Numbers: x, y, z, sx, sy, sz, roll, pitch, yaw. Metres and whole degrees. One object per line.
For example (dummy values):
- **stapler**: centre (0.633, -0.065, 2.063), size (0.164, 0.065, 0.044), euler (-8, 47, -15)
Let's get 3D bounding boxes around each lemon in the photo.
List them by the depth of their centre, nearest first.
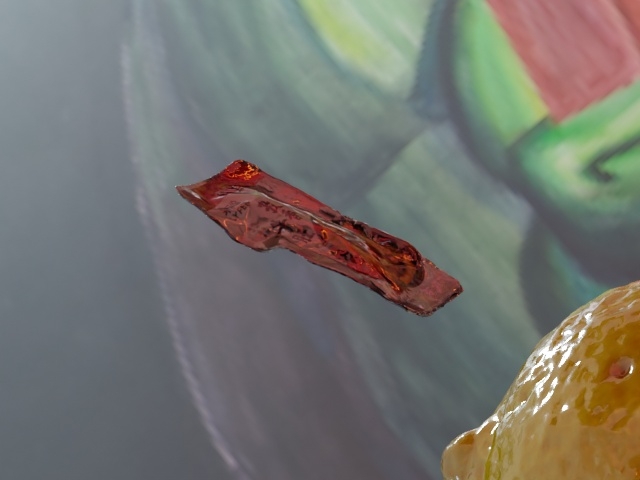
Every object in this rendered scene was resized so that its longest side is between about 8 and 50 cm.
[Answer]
- **lemon**: centre (0.189, 0.127, 0.836), size (0.253, 0.228, 0.228), euler (-6, 13, 27)

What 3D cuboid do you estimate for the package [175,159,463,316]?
- **package**: centre (0.000, 0.000, 1.498), size (0.030, 0.239, 0.154), euler (-68, -15, 17)
